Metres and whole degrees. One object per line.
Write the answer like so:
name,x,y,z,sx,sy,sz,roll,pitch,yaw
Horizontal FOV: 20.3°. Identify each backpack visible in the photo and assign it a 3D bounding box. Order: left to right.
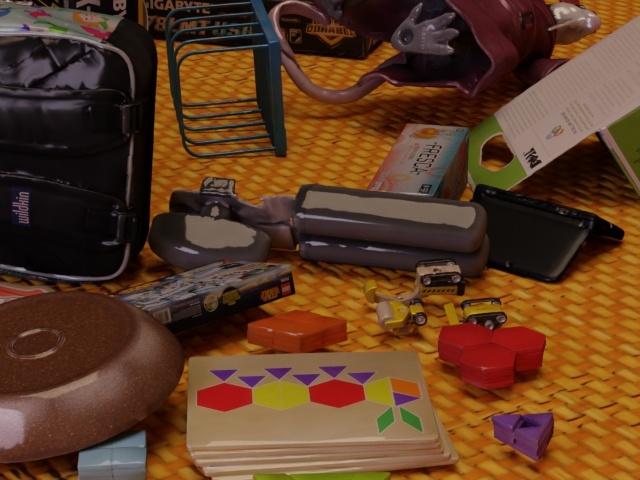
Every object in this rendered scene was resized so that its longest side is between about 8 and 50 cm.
backpack,-0.265,-0.090,1.484,0.253,0.225,0.191,4,19,0

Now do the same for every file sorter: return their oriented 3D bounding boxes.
file sorter,-0.098,-0.164,1.807,0.104,0.118,0.170,-7,23,-7

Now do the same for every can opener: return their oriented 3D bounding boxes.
can opener,0.000,0.000,1.498,0.280,0.074,0.093,3,57,10

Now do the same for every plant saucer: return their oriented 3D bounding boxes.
plant saucer,-0.194,0.084,1.243,0.199,0.036,0.198,-6,27,3

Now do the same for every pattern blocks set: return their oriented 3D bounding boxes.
pattern blocks set,-0.002,0.119,1.241,0.325,0.026,0.285,2,23,4

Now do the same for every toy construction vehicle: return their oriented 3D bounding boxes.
toy construction vehicle,0.088,0.053,1.404,0.098,0.035,0.086,-6,34,-9

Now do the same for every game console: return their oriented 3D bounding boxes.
game console,0.184,0.000,1.552,0.122,0.071,0.107,17,-2,34

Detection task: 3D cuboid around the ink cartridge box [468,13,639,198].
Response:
ink cartridge box,0.267,-0.101,1.711,0.255,0.097,0.189,-33,22,9

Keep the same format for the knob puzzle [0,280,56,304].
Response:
knob puzzle,-0.265,0.065,1.365,0.213,0.030,0.213,1,22,0

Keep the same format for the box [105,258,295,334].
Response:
box,-0.101,0.045,1.390,0.137,0.027,0.094,-17,13,-36

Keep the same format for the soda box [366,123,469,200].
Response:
soda box,0.089,-0.049,1.606,0.063,0.058,0.183,6,24,13

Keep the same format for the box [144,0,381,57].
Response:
box,-0.040,-0.308,2.213,0.293,0.073,0.295,7,24,18

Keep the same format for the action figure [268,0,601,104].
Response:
action figure,0.174,-0.212,1.914,0.276,0.248,0.370,-32,-16,34

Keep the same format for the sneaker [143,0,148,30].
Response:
sneaker,-0.290,-0.274,2.121,0.106,0.123,0.290,9,35,-35

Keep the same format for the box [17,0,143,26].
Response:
box,-0.258,-0.199,1.706,0.079,0.257,0.322,-11,24,-24
